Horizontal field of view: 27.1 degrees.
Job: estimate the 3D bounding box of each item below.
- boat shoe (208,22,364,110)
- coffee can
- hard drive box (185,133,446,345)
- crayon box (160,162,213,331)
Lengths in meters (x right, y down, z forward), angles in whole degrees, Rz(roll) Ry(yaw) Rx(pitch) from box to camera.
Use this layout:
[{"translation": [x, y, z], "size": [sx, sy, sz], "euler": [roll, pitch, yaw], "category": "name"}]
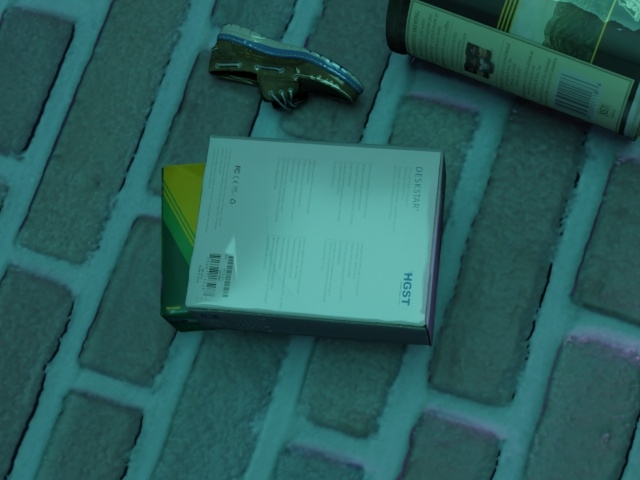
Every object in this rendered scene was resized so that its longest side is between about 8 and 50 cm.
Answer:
[{"translation": [-0.040, -0.178, 1.460], "size": [0.183, 0.066, 0.066], "euler": [22, 81, 24], "category": "boat shoe"}, {"translation": [0.233, -0.244, 1.367], "size": [0.275, 0.201, 0.201], "euler": [23, 77, 13], "category": "coffee can"}, {"translation": [0.000, 0.000, 1.293], "size": [0.232, 0.089, 0.181], "euler": [5, 74, 9], "category": "hard drive box"}, {"translation": [-0.023, 0.001, 1.387], "size": [0.279, 0.081, 0.165], "euler": [-4, 72, 7], "category": "crayon box"}]
